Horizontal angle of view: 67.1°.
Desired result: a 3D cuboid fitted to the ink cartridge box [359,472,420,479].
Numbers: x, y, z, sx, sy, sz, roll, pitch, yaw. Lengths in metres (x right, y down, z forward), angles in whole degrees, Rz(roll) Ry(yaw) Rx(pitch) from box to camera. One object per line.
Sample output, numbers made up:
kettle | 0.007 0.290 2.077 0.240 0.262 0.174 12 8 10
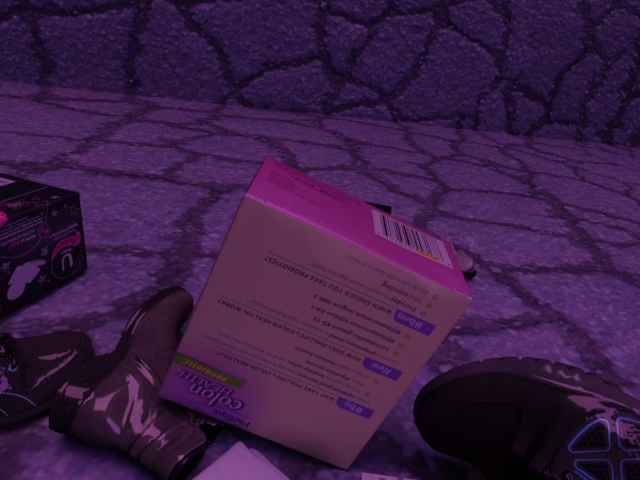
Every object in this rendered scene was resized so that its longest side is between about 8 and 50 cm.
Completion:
ink cartridge box | 0.078 0.255 0.458 0.083 0.028 0.048 8 26 0

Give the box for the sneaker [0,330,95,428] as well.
sneaker | -0.364 0.138 0.484 0.101 0.106 0.267 28 30 37

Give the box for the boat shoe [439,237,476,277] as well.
boat shoe | 0.262 0.035 0.959 0.046 0.038 0.125 -43 34 -5

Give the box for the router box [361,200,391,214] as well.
router box | 0.000 0.000 0.902 0.243 0.081 0.309 12 26 7

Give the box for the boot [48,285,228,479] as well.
boot | -0.165 0.158 0.557 0.161 0.083 0.246 22 29 3

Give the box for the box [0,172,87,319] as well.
box | -0.477 0.016 0.659 0.163 0.142 0.247 13 25 14

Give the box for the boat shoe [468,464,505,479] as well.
boat shoe | 0.221 0.259 0.470 0.153 0.048 0.056 29 32 36

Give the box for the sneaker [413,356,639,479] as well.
sneaker | 0.235 0.195 0.404 0.341 0.125 0.139 1 38 31

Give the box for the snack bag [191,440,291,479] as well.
snack bag | -0.041 0.313 0.296 0.342 0.037 0.323 25 30 31

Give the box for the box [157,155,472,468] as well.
box | -0.013 0.077 0.492 0.213 0.243 0.117 24 24 -8
